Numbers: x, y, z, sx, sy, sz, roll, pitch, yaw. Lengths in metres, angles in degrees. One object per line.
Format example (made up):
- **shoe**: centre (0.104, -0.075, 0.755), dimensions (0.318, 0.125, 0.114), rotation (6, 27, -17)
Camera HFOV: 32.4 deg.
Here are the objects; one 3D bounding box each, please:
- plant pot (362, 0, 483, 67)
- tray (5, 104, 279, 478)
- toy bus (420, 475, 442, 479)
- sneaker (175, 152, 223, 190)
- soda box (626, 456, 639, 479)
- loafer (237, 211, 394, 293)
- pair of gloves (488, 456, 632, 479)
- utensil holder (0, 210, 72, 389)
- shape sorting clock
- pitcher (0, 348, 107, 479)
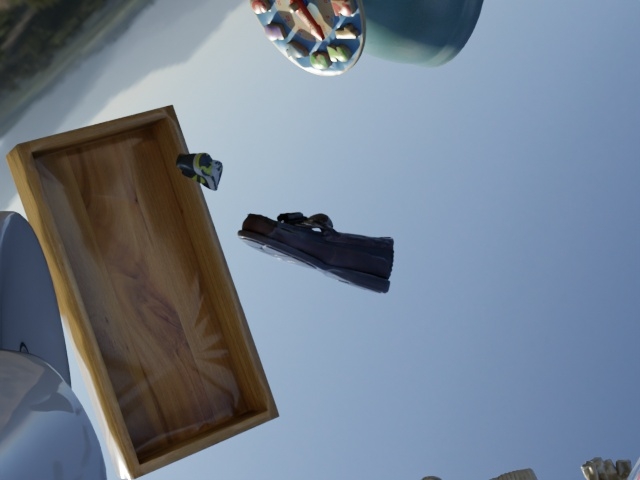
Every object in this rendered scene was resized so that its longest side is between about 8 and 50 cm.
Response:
- **plant pot**: centre (0.089, -0.410, 1.669), dimensions (0.196, 0.293, 0.293), rotation (-4, 174, -28)
- **tray**: centre (-0.216, 0.059, 1.348), dimensions (0.203, 0.411, 0.076), rotation (-19, -178, -30)
- **toy bus**: centre (0.051, 0.389, 1.490), dimensions (0.202, 0.191, 0.104), rotation (-5, -160, -17)
- **sneaker**: centre (-0.128, -0.077, 1.173), dimensions (0.083, 0.035, 0.031), rotation (59, 44, -71)
- **soda box**: centre (0.349, 0.308, 1.151), dimensions (0.286, 0.091, 0.098), rotation (-61, 171, 2)
- **loafer**: centre (0.000, 0.000, 1.665), dimensions (0.109, 0.302, 0.095), rotation (12, -98, 47)
- **pair of gloves**: centre (0.365, 0.400, 1.512), dimensions (0.042, 0.240, 0.204), rotation (109, -27, -60)
- **utensil holder**: centre (-0.426, 0.145, 0.922), dimensions (0.385, 0.327, 0.327), rotation (-8, -166, -4)
- **shape sorting clock**: centre (-0.024, -0.298, 1.374), dimensions (0.040, 0.206, 0.206), rotation (-40, -171, -35)
- **pitcher**: centre (-0.216, 0.107, 0.487), dimensions (0.207, 0.178, 0.125), rotation (-25, 171, -36)
